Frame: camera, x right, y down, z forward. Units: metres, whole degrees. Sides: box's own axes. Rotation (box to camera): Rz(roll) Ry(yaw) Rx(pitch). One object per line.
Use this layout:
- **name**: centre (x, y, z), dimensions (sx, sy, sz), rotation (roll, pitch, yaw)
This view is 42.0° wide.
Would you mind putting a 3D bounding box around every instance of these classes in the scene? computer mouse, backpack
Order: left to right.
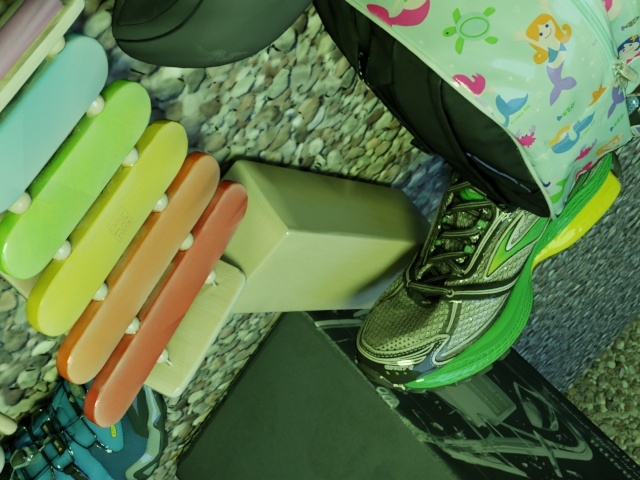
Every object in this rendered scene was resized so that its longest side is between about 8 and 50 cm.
- **computer mouse**: centre (-0.030, -0.175, 0.407), dimensions (0.262, 0.060, 0.184), rotation (-40, 158, 22)
- **backpack**: centre (0.112, -0.149, 0.589), dimensions (0.191, 0.225, 0.253), rotation (-52, 147, 10)

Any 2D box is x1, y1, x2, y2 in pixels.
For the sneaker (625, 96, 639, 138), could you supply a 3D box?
- **sneaker**: centre (0.274, -0.138, 0.892), dimensions (0.130, 0.147, 0.330), rotation (-2, 132, -51)

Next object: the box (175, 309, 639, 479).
- **box**: centre (0.167, 0.335, 1.048), dimensions (0.472, 0.480, 0.297), rotation (5, 124, -55)

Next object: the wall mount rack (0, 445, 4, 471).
- **wall mount rack**: centre (-0.380, 0.176, 0.517), dimensions (0.304, 0.130, 0.350), rotation (-38, 151, -18)

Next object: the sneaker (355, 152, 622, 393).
- **sneaker**: centre (0.140, -0.012, 0.761), dimensions (0.343, 0.134, 0.146), rotation (-50, 134, -18)

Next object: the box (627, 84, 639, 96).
- **box**: centre (0.338, -0.252, 0.703), dimensions (0.168, 0.167, 0.203), rotation (-31, 107, -20)

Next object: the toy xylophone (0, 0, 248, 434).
- **toy xylophone**: centre (-0.159, 0.011, 0.527), dimensions (0.236, 0.081, 0.322), rotation (-64, 155, -16)

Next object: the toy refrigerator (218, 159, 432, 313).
- **toy refrigerator**: centre (0.000, 0.000, 0.791), dimensions (0.102, 0.094, 0.270), rotation (-48, 152, 24)

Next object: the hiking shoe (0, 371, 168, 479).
- **hiking shoe**: centre (-0.229, 0.201, 0.744), dimensions (0.132, 0.113, 0.304), rotation (-14, 141, -43)
